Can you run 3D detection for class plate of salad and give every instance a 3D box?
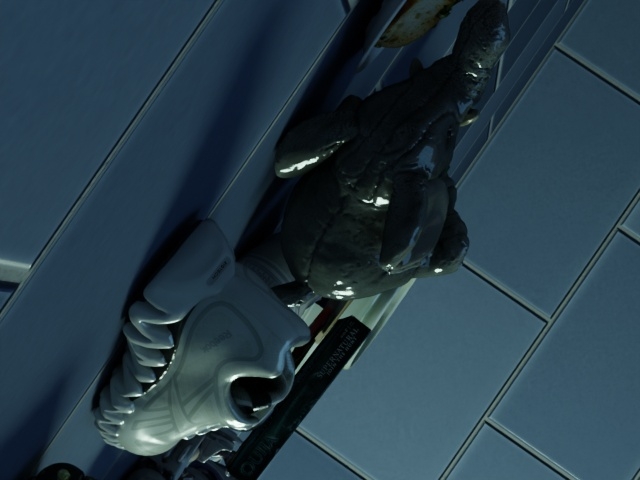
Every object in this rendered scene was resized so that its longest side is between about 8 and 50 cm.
[{"bbox_3d":[0.096,-0.199,1.204,0.200,0.048,0.200,-52,179,-2],"label":"plate of salad"}]

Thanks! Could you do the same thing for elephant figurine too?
[{"bbox_3d":[0.046,-0.059,1.230,0.239,0.169,0.186,102,-8,-68],"label":"elephant figurine"}]

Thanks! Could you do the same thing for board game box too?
[{"bbox_3d":[-0.024,0.153,1.528,0.186,0.026,0.126,-52,-178,-7],"label":"board game box"}]

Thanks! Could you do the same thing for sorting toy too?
[{"bbox_3d":[0.025,0.027,1.592,0.274,0.046,0.132,-50,173,-27],"label":"sorting toy"}]

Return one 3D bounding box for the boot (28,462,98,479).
[{"bbox_3d":[-0.199,0.212,1.046,0.178,0.085,0.236,-54,180,-34],"label":"boot"}]

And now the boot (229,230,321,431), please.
[{"bbox_3d":[-0.039,0.072,1.450,0.123,0.095,0.258,-43,167,-33],"label":"boot"}]

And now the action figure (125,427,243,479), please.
[{"bbox_3d":[-0.149,0.269,1.676,0.185,0.099,0.285,-45,169,-1],"label":"action figure"}]

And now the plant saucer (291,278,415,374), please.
[{"bbox_3d":[0.056,0.057,2.103,0.400,0.100,0.400,-55,174,-9],"label":"plant saucer"}]

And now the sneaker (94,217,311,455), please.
[{"bbox_3d":[-0.087,0.102,1.161,0.110,0.118,0.292,-54,175,-29],"label":"sneaker"}]
